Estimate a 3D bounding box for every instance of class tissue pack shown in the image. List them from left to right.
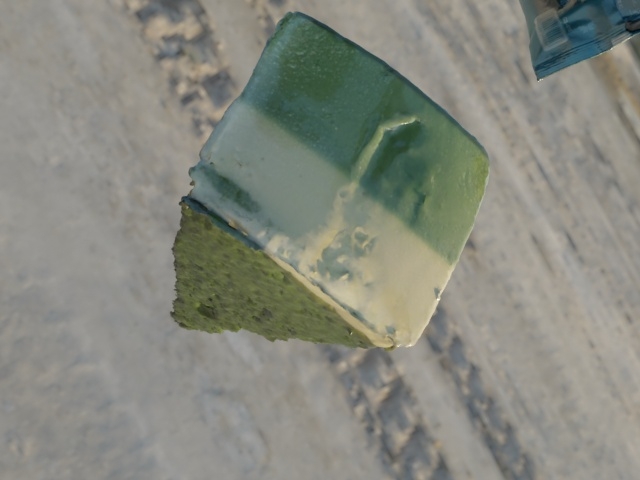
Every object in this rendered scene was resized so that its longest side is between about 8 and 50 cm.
[{"bbox_3d":[0.146,-0.143,0.779,0.028,0.085,0.138,58,16,-29],"label":"tissue pack"}]

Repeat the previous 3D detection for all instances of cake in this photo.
[{"bbox_3d":[-0.003,0.001,0.977,0.172,0.158,0.283,29,-22,1],"label":"cake"}]
